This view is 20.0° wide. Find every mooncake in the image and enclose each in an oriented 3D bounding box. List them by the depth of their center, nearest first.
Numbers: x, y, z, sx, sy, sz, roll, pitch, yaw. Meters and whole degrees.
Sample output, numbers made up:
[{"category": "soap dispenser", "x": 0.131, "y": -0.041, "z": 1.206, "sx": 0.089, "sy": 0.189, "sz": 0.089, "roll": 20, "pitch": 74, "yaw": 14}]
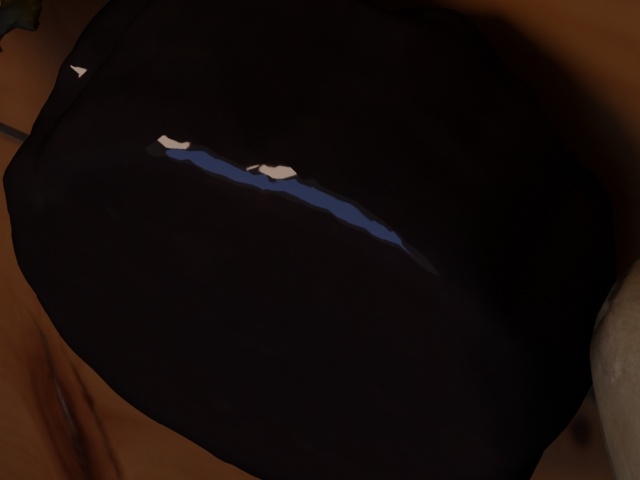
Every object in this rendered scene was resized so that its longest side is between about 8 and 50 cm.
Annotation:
[{"category": "mooncake", "x": 0.000, "y": 0.000, "z": 0.830, "sx": 0.283, "sy": 0.141, "sz": 0.283, "roll": 22, "pitch": 148, "yaw": 14}]

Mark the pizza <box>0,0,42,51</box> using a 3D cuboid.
[{"category": "pizza", "x": -0.158, "y": -0.126, "z": 0.809, "sx": 0.251, "sy": 0.074, "sz": 0.287, "roll": -12, "pitch": 83, "yaw": 38}]

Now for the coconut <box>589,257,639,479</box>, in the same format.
[{"category": "coconut", "x": 0.204, "y": 0.080, "z": 0.685, "sx": 0.222, "sy": 0.202, "sz": 0.202, "roll": 30, "pitch": 143, "yaw": 11}]
